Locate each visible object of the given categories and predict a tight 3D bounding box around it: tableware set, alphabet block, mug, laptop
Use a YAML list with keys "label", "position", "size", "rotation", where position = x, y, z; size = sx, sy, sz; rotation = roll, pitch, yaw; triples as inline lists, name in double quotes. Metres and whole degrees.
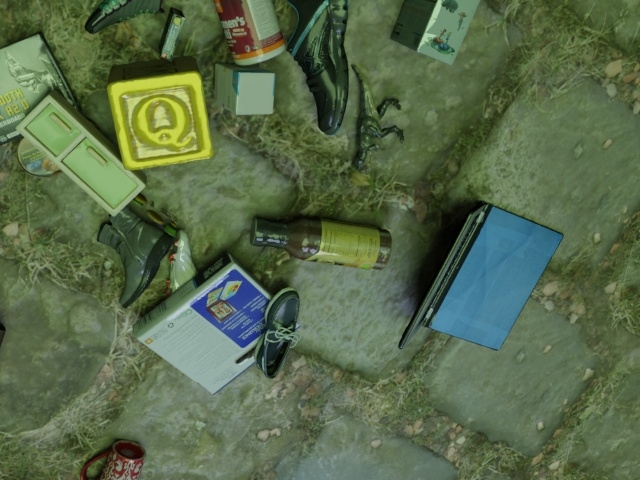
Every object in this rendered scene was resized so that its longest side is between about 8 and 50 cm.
- label: "tableware set"
  position: [-0.395, -0.065, 1.784]
  size: [0.154, 0.104, 0.024]
  rotation: [37, 101, -23]
- label: "alphabet block"
  position: [-0.341, -0.277, 1.658]
  size: [0.193, 0.197, 0.193]
  rotation: [-11, 114, -8]
- label: "mug"
  position: [-0.544, 0.617, 2.030]
  size: [0.150, 0.113, 0.169]
  rotation: [17, 104, -21]
- label: "laptop"
  position: [0.422, 0.121, 1.986]
  size: [0.236, 0.408, 0.382]
  rotation: [28, 105, 13]

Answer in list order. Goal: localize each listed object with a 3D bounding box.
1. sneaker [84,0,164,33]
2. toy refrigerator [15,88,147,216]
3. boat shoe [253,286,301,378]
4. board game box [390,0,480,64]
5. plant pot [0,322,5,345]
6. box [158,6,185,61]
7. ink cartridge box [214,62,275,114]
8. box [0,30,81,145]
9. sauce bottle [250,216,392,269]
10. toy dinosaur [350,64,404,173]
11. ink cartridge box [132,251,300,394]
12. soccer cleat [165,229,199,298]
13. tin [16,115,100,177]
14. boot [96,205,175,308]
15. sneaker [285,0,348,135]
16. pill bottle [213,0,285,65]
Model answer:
- label: "sneaker"
  position: [-0.387, -0.491, 1.625]
  size: [0.223, 0.083, 0.098]
  rotation: [-40, 120, 4]
- label: "toy refrigerator"
  position: [-0.503, -0.184, 1.645]
  size: [0.102, 0.094, 0.269]
  rotation: [-42, 111, 5]
- label: "boat shoe"
  position: [-0.103, 0.234, 1.933]
  size: [0.095, 0.079, 0.255]
  rotation: [7, 120, -32]
- label: "board game box"
  position: [0.273, -0.553, 1.672]
  size: [0.097, 0.224, 0.304]
  rotation: [15, 108, -17]
- label: "plant pot"
  position: [-0.841, 0.269, 1.779]
  size: [0.215, 0.215, 0.230]
  rotation: [40, 84, -24]
- label: "box"
  position: [-0.315, -0.436, 1.631]
  size: [0.027, 0.137, 0.094]
  rotation: [17, 107, -19]
- label: "ink cartridge box"
  position: [-0.173, -0.338, 1.710]
  size: [0.089, 0.143, 0.092]
  rotation: [-7, 114, -29]
- label: "box"
  position: [-0.657, -0.315, 1.647]
  size: [0.230, 0.056, 0.183]
  rotation: [-23, 116, -3]
- label: "sauce bottle"
  position: [0.000, 0.000, 1.902]
  size: [0.344, 0.111, 0.112]
  rotation: [9, 110, -14]
- label: "toy dinosaur"
  position: [0.136, -0.284, 1.844]
  size: [0.118, 0.064, 0.268]
  rotation: [-4, 110, -4]
- label: "ink cartridge box"
  position: [-0.253, 0.214, 1.940]
  size: [0.303, 0.072, 0.307]
  rotation: [-38, 133, 4]
- label: "soccer cleat"
  position: [-0.330, 0.062, 1.877]
  size: [0.076, 0.068, 0.196]
  rotation: [0, 118, -21]
- label: "tin"
  position: [-0.579, -0.210, 1.720]
  size: [0.189, 0.040, 0.106]
  rotation: [-23, 119, -3]
- label: "boot"
  position: [-0.459, 0.033, 1.832]
  size: [0.161, 0.083, 0.247]
  rotation: [33, 118, -2]
- label: "sneaker"
  position: [-0.005, -0.407, 1.740]
  size: [0.139, 0.125, 0.341]
  rotation: [-1, 106, 2]
- label: "pill bottle"
  position: [-0.161, -0.497, 1.650]
  size: [0.121, 0.121, 0.221]
  rotation: [-20, 115, -4]
